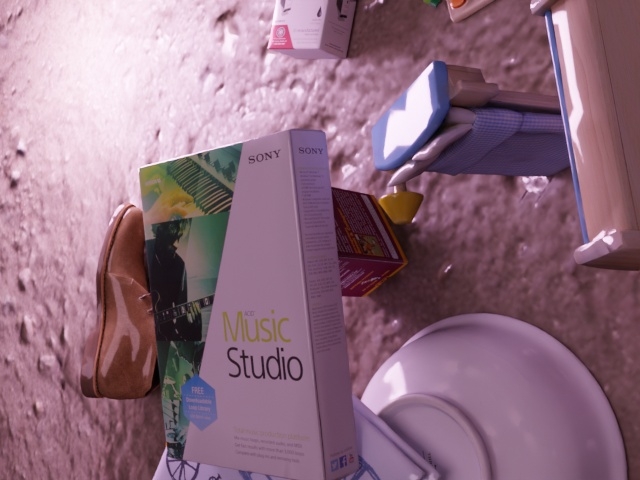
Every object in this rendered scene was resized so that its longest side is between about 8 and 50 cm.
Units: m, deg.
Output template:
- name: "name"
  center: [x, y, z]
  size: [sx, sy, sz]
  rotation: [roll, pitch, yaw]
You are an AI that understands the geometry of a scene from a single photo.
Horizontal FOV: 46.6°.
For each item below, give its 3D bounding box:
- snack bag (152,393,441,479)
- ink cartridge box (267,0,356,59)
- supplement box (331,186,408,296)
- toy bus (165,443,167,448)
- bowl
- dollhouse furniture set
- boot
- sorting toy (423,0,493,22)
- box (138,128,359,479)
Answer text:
- name: "snack bag"
  center: [-0.062, 0.283, 0.795]
  size: [0.323, 0.037, 0.343]
  rotation: [35, 108, 38]
- name: "ink cartridge box"
  center: [-0.007, -0.309, 0.967]
  size: [0.099, 0.056, 0.135]
  rotation: [12, 94, 41]
- name: "supplement box"
  center: [0.000, 0.000, 0.842]
  size: [0.081, 0.188, 0.104]
  rotation: [-41, 61, 30]
- name: "toy bus"
  center: [-0.061, 0.309, 0.899]
  size: [0.332, 0.130, 0.108]
  rotation: [38, 108, 36]
- name: "bowl"
  center: [0.134, 0.219, 0.742]
  size: [0.297, 0.134, 0.298]
  rotation: [-6, 81, 39]
- name: "dollhouse furniture set"
  center: [0.228, -0.046, 0.642]
  size: [0.303, 0.286, 0.198]
  rotation: [143, 127, -64]
- name: "boot"
  center: [-0.286, 0.094, 1.158]
  size: [0.115, 0.112, 0.306]
  rotation: [3, 82, 10]
- name: "sorting toy"
  center: [0.157, -0.284, 0.854]
  size: [0.083, 0.012, 0.062]
  rotation: [-24, 70, 36]
- name: "box"
  center: [-0.081, 0.066, 0.747]
  size: [0.232, 0.058, 0.322]
  rotation: [-7, 88, 41]
